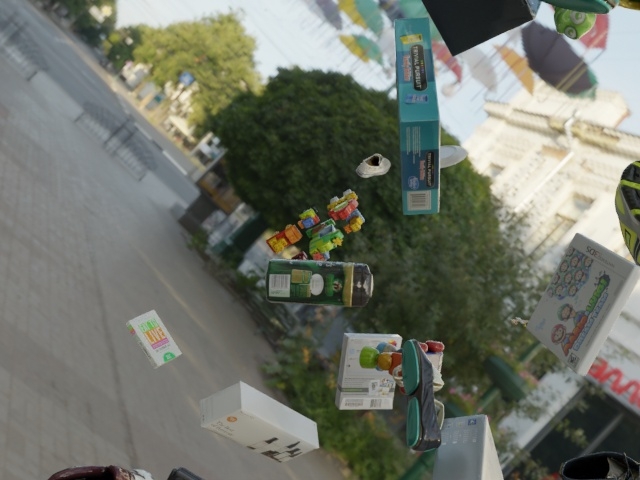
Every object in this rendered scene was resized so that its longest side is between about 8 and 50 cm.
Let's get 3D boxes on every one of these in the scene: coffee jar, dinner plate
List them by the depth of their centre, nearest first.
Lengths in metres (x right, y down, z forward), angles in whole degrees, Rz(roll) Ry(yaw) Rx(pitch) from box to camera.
[{"bbox_3d":[0.001,0.074,1.338,0.184,0.079,0.096,3,-3,4],"label":"coffee jar"},{"bbox_3d":[0.317,-0.225,2.041,0.141,0.141,0.017,42,-28,61],"label":"dinner plate"}]

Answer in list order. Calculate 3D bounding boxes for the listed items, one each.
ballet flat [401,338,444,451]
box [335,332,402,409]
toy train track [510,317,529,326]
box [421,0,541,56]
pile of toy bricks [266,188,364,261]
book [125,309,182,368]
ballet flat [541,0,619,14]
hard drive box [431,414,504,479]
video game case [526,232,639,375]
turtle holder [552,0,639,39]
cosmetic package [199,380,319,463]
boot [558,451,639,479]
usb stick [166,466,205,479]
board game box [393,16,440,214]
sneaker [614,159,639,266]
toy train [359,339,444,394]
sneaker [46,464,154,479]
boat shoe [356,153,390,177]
[{"bbox_3d":[0.183,0.274,1.364,0.074,0.074,0.203,47,35,-49],"label":"ballet flat"},{"bbox_3d":[0.118,0.324,1.909,0.145,0.186,0.038,3,11,-18],"label":"box"},{"bbox_3d":[0.502,0.201,1.872,0.083,0.014,0.048,3,11,-4],"label":"toy train track"},{"bbox_3d":[0.370,-0.661,1.788,0.294,0.212,0.395,56,37,-20],"label":"box"},{"bbox_3d":[0.000,0.000,1.560,0.118,0.212,0.105,54,16,-26],"label":"pile of toy bricks"},{"bbox_3d":[-0.448,0.265,2.068,0.144,0.035,0.096,54,31,8],"label":"book"},{"bbox_3d":[0.253,-0.341,0.937,0.247,0.087,0.083,25,-1,35],"label":"ballet flat"},{"bbox_3d":[0.261,0.449,1.345,0.232,0.089,0.181,-62,137,-61],"label":"hard drive box"},{"bbox_3d":[0.348,0.081,1.034,0.019,0.157,0.143,20,13,-19],"label":"video game case"},{"bbox_3d":[0.561,-0.517,1.364,0.227,0.320,0.243,59,-15,18],"label":"turtle holder"},{"bbox_3d":[-0.110,0.346,1.446,0.239,0.098,0.060,39,29,-42],"label":"cosmetic package"},{"bbox_3d":[0.443,0.351,1.076,0.219,0.082,0.106,-16,-57,36],"label":"boot"},{"bbox_3d":[-0.193,0.556,1.568,0.278,0.077,0.045,27,3,11],"label":"usb stick"},{"bbox_3d":[0.201,-0.263,1.618,0.254,0.079,0.336,81,8,-49],"label":"board game box"},{"bbox_3d":[0.675,0.035,1.479,0.147,0.145,0.385,65,14,-69],"label":"sneaker"},{"bbox_3d":[0.138,0.244,1.540,0.143,0.105,0.248,9,-1,31],"label":"toy train"},{"bbox_3d":[-0.373,0.380,1.045,0.106,0.281,0.162,53,-9,33],"label":"sneaker"},{"bbox_3d":[0.106,-0.146,1.461,0.035,0.035,0.100,46,37,20],"label":"boat shoe"}]
